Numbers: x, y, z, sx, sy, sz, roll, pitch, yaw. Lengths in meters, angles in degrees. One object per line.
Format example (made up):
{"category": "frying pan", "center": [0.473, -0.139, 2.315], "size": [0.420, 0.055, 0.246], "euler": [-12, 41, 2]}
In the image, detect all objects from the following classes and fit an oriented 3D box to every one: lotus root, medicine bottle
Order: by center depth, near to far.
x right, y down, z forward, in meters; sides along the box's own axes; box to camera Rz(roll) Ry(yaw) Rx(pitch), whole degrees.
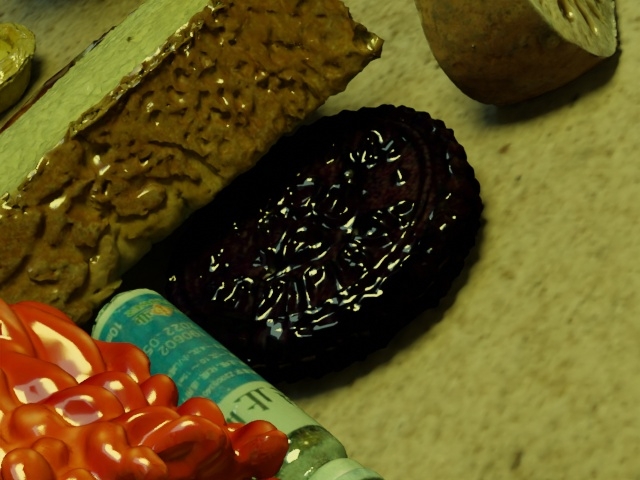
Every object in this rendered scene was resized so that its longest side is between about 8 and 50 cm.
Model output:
{"category": "medicine bottle", "center": [-0.043, 0.088, 0.912], "size": [0.051, 0.051, 0.191], "euler": [-46, 49, -12]}
{"category": "lotus root", "center": [0.104, -0.142, 1.025], "size": [0.081, 0.112, 0.122], "euler": [-24, 38, 29]}

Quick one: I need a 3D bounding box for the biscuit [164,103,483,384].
{"category": "biscuit", "center": [0.000, 0.000, 1.004], "size": [0.194, 0.053, 0.194], "euler": [-22, 38, 18]}

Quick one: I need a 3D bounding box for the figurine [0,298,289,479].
{"category": "figurine", "center": [-0.136, 0.211, 0.769], "size": [0.306, 0.241, 0.412], "euler": [-32, 47, 49]}

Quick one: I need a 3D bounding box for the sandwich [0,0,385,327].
{"category": "sandwich", "center": [-0.131, -0.048, 1.082], "size": [0.301, 0.099, 0.271], "euler": [-43, 13, -6]}

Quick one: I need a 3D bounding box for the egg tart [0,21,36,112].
{"category": "egg tart", "center": [-0.250, -0.121, 1.362], "size": [0.105, 0.039, 0.105], "euler": [-23, 38, 19]}
